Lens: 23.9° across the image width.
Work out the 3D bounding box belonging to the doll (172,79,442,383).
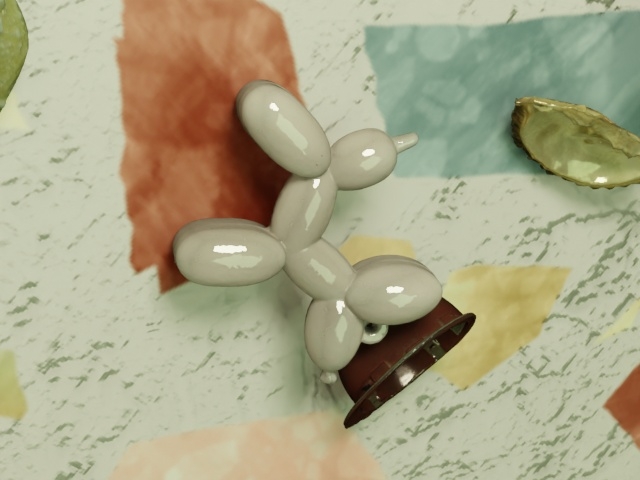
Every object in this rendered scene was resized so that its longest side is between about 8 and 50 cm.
[{"bbox_3d":[0.000,0.000,0.896,0.160,0.059,0.161,21,98,-15],"label":"doll"}]

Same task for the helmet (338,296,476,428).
[{"bbox_3d":[0.040,0.063,0.964,0.111,0.057,0.089,-36,167,-17],"label":"helmet"}]

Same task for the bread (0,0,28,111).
[{"bbox_3d":[-0.285,-0.067,0.731,0.287,0.056,0.207,5,105,-30],"label":"bread"}]

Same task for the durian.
[{"bbox_3d":[0.169,-0.062,0.986,0.130,0.066,0.052,22,97,-25],"label":"durian"}]
